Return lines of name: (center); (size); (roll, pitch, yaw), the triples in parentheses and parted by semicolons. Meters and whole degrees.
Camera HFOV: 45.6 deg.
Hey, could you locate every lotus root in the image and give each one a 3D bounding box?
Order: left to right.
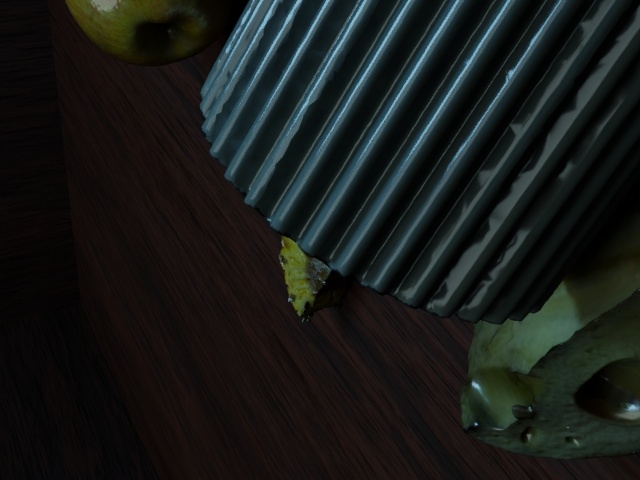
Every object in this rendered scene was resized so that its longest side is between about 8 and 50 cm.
lotus root: (0.238, 0.056, 0.599); (0.314, 0.142, 0.210); (129, 159, -64)

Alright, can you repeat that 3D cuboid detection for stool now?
stool: (0.121, -0.162, 0.480); (0.297, 0.297, 0.330); (57, 130, 32)

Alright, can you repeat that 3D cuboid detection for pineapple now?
pineapple: (-0.001, 0.000, 1.086); (0.135, 0.080, 0.233); (51, 140, 25)

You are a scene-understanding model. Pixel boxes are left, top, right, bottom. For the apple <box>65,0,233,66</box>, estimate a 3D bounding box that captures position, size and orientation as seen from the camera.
apple: (-0.262, -0.394, 1.182); (0.264, 0.264, 0.264); (38, 136, 50)
